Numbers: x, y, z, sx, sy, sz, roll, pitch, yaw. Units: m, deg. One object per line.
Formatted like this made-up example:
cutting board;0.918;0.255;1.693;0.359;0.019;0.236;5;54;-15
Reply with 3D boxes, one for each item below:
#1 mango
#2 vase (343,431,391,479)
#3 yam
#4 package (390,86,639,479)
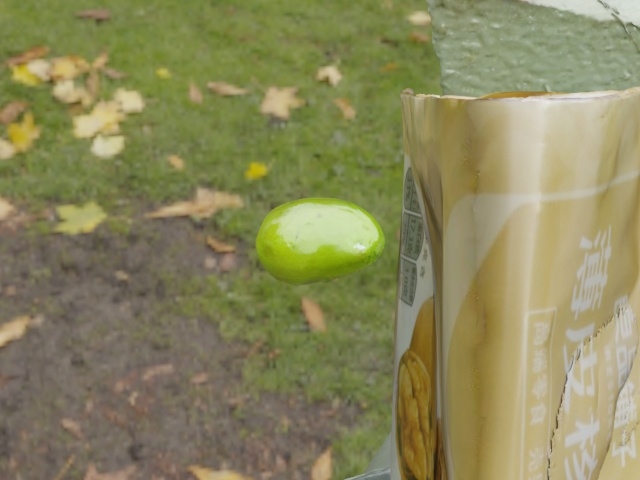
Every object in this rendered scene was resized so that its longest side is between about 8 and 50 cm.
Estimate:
mango;0.000;0.000;1.059;0.108;0.056;0.073;2;72;2
vase;0.131;0.213;0.988;0.245;0.245;0.291;10;24;18
yam;0.266;-0.192;1.226;0.271;0.202;0.201;2;19;27
package;0.116;0.088;0.548;0.165;0.311;0.221;-1;7;-2
